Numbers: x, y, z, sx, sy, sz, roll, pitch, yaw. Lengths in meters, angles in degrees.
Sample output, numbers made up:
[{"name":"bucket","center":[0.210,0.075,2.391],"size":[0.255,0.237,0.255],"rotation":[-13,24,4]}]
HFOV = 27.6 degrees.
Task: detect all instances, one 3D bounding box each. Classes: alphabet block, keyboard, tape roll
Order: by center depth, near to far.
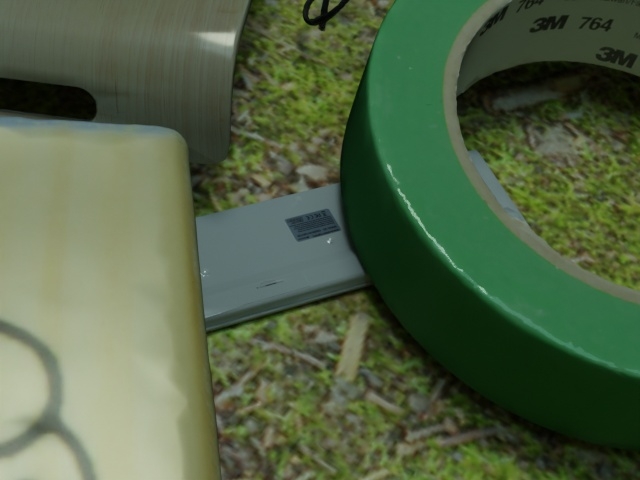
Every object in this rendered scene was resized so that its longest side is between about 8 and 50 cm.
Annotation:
[{"name":"alphabet block","center":[-0.146,0.085,0.499],"size":[0.192,0.193,0.197],"rotation":[1,51,-13]},{"name":"keyboard","center":[0.000,0.000,0.730],"size":[0.256,0.014,0.072],"rotation":[-14,51,-26]},{"name":"tape roll","center":[0.175,-0.041,0.738],"size":[0.321,0.077,0.321],"rotation":[6,55,-9]}]

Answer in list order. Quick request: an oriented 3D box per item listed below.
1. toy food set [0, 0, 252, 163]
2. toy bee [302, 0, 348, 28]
[{"name":"toy food set","center":[-0.133,-0.175,0.800],"size":[0.219,0.092,0.306],"rotation":[7,48,5]},{"name":"toy bee","center":[0.117,-0.242,0.887],"size":[0.162,0.298,0.195],"rotation":[31,7,-25]}]
